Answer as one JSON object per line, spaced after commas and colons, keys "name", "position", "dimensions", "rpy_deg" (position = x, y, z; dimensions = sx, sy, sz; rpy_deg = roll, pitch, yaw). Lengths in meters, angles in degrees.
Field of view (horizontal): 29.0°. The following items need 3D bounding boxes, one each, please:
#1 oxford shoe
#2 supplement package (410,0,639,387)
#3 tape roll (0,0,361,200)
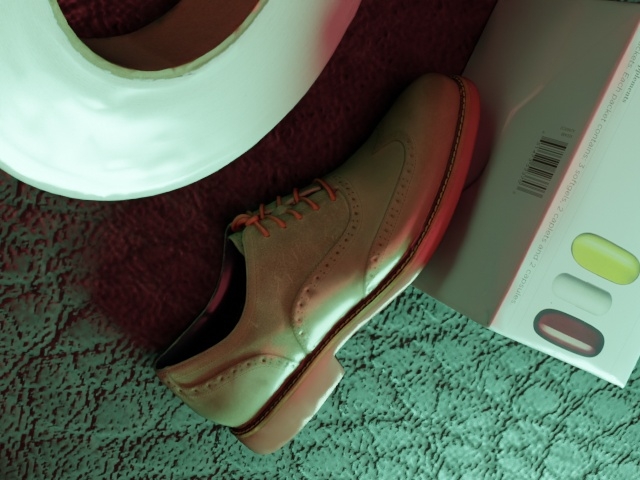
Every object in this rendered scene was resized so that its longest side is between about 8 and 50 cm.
{"name": "oxford shoe", "position": [0.000, 0.000, 0.985], "dimensions": [0.130, 0.123, 0.348], "rpy_deg": [33, 88, -22]}
{"name": "supplement package", "position": [0.195, -0.049, 1.007], "dimensions": [0.145, 0.204, 0.262], "rpy_deg": [24, 93, -27]}
{"name": "tape roll", "position": [-0.111, -0.214, 0.817], "dimensions": [0.392, 0.072, 0.392], "rpy_deg": [-29, 135, -34]}
